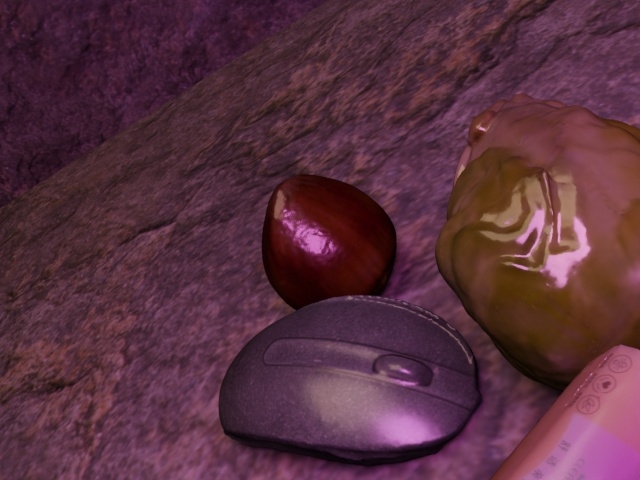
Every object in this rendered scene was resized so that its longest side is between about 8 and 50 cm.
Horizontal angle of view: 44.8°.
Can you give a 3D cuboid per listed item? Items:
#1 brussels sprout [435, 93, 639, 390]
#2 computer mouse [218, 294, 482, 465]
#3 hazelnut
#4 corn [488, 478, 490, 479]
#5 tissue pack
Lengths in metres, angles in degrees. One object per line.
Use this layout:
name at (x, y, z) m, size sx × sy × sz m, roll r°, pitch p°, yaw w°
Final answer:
brussels sprout at (0.242, 0.007, 0.746) m, size 0.242 × 0.274 × 0.316 m, roll -47°, pitch 18°, yaw 33°
computer mouse at (0.006, 0.166, 0.931) m, size 0.374 × 0.114 × 0.203 m, roll -11°, pitch 40°, yaw 37°
hazelnut at (0.000, 0.000, 1.062) m, size 0.208 × 0.208 × 0.208 m, roll -27°, pitch 33°, yaw 19°
corn at (0.092, 0.323, 0.666) m, size 0.288 × 0.086 × 0.086 m, roll -45°, pitch 31°, yaw -11°
tissue pack at (0.166, 0.225, 0.556) m, size 0.123 × 0.215 × 0.256 m, roll 31°, pitch 69°, yaw 32°
